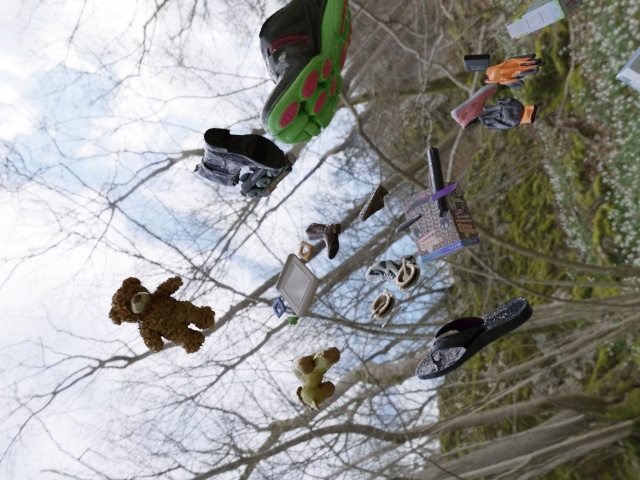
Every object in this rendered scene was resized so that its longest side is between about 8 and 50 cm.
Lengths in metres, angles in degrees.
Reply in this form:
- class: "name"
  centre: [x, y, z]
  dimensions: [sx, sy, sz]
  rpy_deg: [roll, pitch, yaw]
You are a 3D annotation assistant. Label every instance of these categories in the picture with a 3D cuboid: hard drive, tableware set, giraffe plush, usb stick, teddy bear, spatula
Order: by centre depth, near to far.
- class: "tableware set"
  centre: [0.207, 0.140, 1.275]
  dimensions: [0.039, 0.194, 0.128]
  rpy_deg: [36, -172, -19]
- class: "giraffe plush"
  centre: [-0.020, 0.450, 1.436]
  dimensions: [0.181, 0.210, 0.171]
  rpy_deg: [17, -125, -72]
- class: "teddy bear"
  centre: [-0.498, 0.242, 1.445]
  dimensions: [0.245, 0.113, 0.338]
  rpy_deg: [-46, -66, -15]
- class: "spatula"
  centre: [0.370, -0.110, 1.609]
  dimensions: [0.030, 0.296, 0.084]
  rpy_deg: [44, -140, 0]
- class: "usb stick"
  centre: [0.442, -0.224, 1.691]
  dimensions: [0.045, 0.077, 0.278]
  rpy_deg: [-5, -113, 5]
- class: "hard drive"
  centre: [0.607, -0.684, 1.729]
  dimensions: [0.094, 0.022, 0.135]
  rpy_deg: [6, -175, 22]

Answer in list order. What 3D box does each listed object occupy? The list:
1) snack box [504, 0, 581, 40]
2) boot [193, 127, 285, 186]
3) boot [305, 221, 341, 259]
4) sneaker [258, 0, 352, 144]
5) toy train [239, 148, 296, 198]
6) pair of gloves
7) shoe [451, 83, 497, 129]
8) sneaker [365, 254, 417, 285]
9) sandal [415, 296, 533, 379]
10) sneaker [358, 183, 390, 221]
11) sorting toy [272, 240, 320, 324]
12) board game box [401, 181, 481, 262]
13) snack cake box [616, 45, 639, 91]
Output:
- class: "snack box"
  centre: [0.399, -0.408, 0.767]
  dimensions: [0.141, 0.100, 0.037]
  rpy_deg: [-44, -69, -22]
- class: "boot"
  centre: [-0.249, -0.231, 1.357]
  dimensions: [0.262, 0.229, 0.091]
  rpy_deg: [17, -116, -9]
- class: "boot"
  centre: [0.000, 0.000, 1.246]
  dimensions: [0.037, 0.114, 0.107]
  rpy_deg: [29, -110, -47]
- class: "sneaker"
  centre: [-0.054, -0.416, 1.059]
  dimensions: [0.202, 0.185, 0.483]
  rpy_deg: [5, -121, 17]
- class: "toy train"
  centre: [-0.262, -0.328, 2.223]
  dimensions: [0.190, 0.334, 0.142]
  rpy_deg: [-10, -114, -52]
- class: "pair of gloves"
  centre: [0.220, -0.170, 0.517]
  dimensions: [0.010, 0.084, 0.074]
  rpy_deg: [4, -175, -32]
- class: "shoe"
  centre: [0.556, -0.469, 1.573]
  dimensions: [0.081, 0.178, 0.063]
  rpy_deg: [59, -167, 21]
- class: "sneaker"
  centre: [0.313, 0.164, 1.945]
  dimensions: [0.153, 0.234, 0.094]
  rpy_deg: [-94, -15, -46]
- class: "sandal"
  centre: [0.491, 0.311, 1.516]
  dimensions: [0.107, 0.445, 0.167]
  rpy_deg: [51, -168, -4]
- class: "sneaker"
  centre: [0.224, -0.141, 1.814]
  dimensions: [0.071, 0.066, 0.188]
  rpy_deg: [34, -111, -9]
- class: "sorting toy"
  centre: [-0.082, 0.170, 1.741]
  dimensions: [0.047, 0.348, 0.196]
  rpy_deg: [2, -151, -44]
- class: "board game box"
  centre: [0.524, -0.078, 1.965]
  dimensions: [0.141, 0.232, 0.291]
  rpy_deg: [-7, -106, -40]
- class: "snack cake box"
  centre: [0.930, -0.509, 1.154]
  dimensions: [0.152, 0.264, 0.089]
  rpy_deg: [37, -168, 11]
